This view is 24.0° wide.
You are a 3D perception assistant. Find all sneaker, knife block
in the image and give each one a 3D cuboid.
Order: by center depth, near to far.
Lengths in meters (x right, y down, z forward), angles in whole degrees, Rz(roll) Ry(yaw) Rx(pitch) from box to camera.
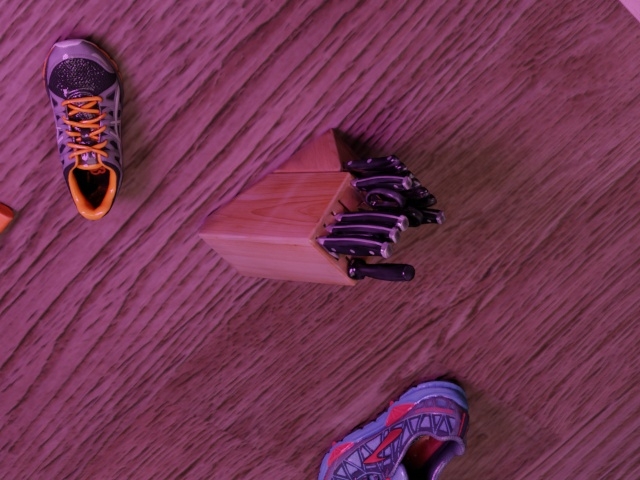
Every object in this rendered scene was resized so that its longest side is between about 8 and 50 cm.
[{"bbox_3d":[-0.251,-0.119,1.634,0.084,0.083,0.215,-8,125,0],"label":"sneaker"},{"bbox_3d":[0.000,0.000,1.655,0.275,0.242,0.088,-34,122,17],"label":"knife block"},{"bbox_3d":[0.090,0.295,1.956,0.104,0.125,0.262,31,116,-26],"label":"sneaker"}]

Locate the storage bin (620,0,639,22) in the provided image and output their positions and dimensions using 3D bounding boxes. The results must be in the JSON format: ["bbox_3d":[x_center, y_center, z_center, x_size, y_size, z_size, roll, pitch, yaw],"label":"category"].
[{"bbox_3d":[0.450,-0.312,1.515,0.260,0.123,0.262,6,129,-42],"label":"storage bin"}]

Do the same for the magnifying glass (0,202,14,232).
[{"bbox_3d":[-0.435,0.041,1.761,0.092,0.026,0.231,32,116,-26],"label":"magnifying glass"}]
